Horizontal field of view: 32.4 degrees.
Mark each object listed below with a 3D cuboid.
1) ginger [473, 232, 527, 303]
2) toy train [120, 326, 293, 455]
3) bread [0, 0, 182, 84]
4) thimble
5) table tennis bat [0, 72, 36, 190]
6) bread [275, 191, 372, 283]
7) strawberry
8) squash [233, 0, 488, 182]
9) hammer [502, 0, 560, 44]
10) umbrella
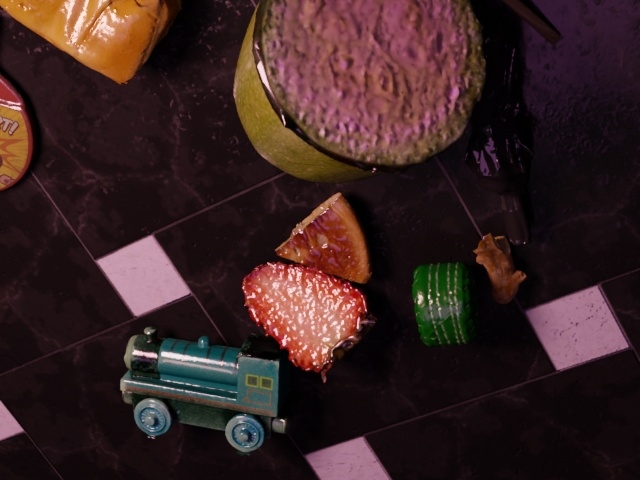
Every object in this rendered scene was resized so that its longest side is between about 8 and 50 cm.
[{"bbox_3d":[0.267,0.037,1.648,0.057,0.044,0.137,-27,119,-5],"label":"ginger"},{"bbox_3d":[-0.189,0.237,1.841,0.298,0.120,0.194,8,113,11],"label":"toy train"},{"bbox_3d":[-0.347,-0.356,1.534,0.294,0.132,0.167,38,115,-6],"label":"bread"},{"bbox_3d":[0.190,0.098,1.659,0.090,0.118,0.130,-7,144,14],"label":"thimble"},{"bbox_3d":[-0.535,-0.211,1.723,0.200,0.038,0.310,17,125,4],"label":"table tennis bat"},{"bbox_3d":[0.017,-0.015,1.675,0.154,0.054,0.136,14,123,0],"label":"bread"},{"bbox_3d":[-0.012,0.105,1.747,0.167,0.087,0.208,-45,75,11],"label":"strawberry"},{"bbox_3d":[0.016,-0.220,1.455,0.310,0.310,0.309,45,163,-12],"label":"squash"},{"bbox_3d":[0.246,-0.314,1.444,0.182,0.017,0.062,36,121,-23],"label":"hammer"},{"bbox_3d":[0.248,-0.140,1.526,0.118,0.118,0.340,-9,122,19],"label":"umbrella"}]
